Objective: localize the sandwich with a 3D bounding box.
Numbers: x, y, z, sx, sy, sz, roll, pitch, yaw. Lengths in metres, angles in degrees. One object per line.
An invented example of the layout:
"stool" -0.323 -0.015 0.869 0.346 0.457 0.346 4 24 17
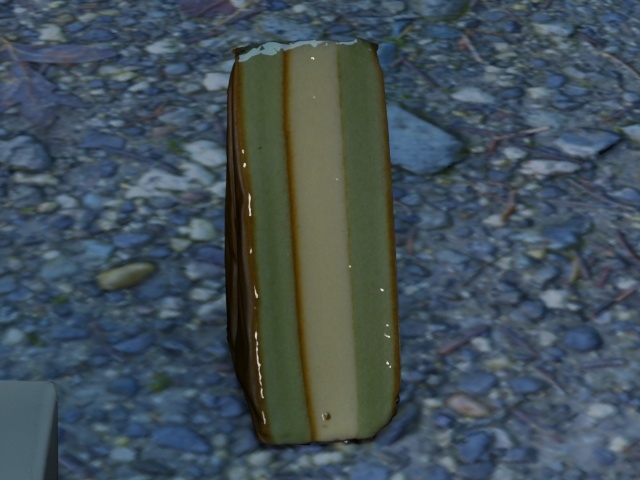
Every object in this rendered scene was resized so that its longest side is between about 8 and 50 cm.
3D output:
"sandwich" 0.000 0.000 0.826 0.079 0.163 0.113 -3 33 -12

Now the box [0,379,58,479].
"box" -0.262 0.158 0.558 0.341 0.143 0.225 1 31 -3
